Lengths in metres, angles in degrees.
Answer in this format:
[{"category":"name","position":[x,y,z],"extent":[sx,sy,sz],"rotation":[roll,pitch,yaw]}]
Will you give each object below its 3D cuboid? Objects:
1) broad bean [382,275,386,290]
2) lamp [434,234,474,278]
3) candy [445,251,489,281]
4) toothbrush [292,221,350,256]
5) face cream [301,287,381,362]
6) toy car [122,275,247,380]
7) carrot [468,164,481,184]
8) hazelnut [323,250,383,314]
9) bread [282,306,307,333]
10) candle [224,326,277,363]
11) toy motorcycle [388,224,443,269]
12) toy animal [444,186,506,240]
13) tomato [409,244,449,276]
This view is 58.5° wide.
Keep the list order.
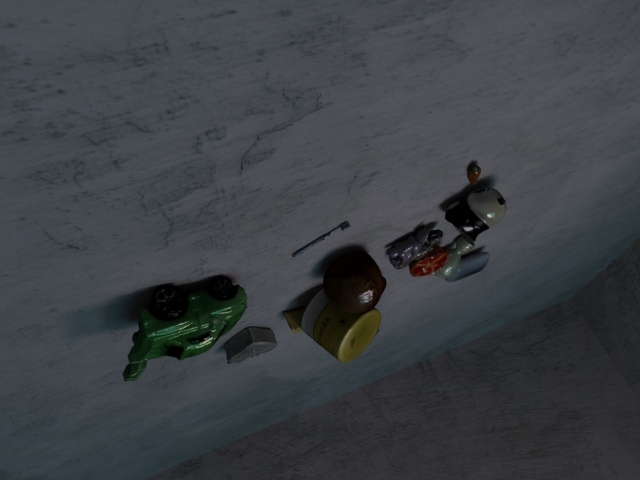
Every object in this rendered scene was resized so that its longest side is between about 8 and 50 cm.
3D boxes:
[{"category":"broad bean","position":[0.189,0.173,2.064],"extent":[0.114,0.084,0.165],"rotation":[-28,161,-1]},{"category":"lamp","position":[0.488,0.062,2.122],"extent":[0.106,0.106,0.193],"rotation":[7,130,-49]},{"category":"candy","position":[0.595,0.106,2.327],"extent":[0.174,0.071,0.138],"rotation":[-20,155,-10]},{"category":"toothbrush","position":[0.000,0.000,1.630],"extent":[0.193,0.019,0.013],"rotation":[-30,155,12]},{"category":"face cream","position":[0.073,0.280,1.958],"extent":[0.218,0.179,0.218],"rotation":[-34,143,-31]},{"category":"toy car","position":[-0.367,0.236,1.556],"extent":[0.359,0.176,0.213],"rotation":[-9,151,-32]},{"category":"carrot","position":[0.449,-0.188,1.671],"extent":[0.035,0.035,0.142],"rotation":[-28,162,4]},{"category":"hazelnut","position":[0.115,0.126,1.810],"extent":[0.208,0.208,0.208],"rotation":[-21,155,-10]},{"category":"bread","position":[-0.065,0.277,2.023],"extent":[0.109,0.084,0.080],"rotation":[-24,157,-3]},{"category":"candle","position":[-0.250,0.370,2.050],"extent":[0.192,0.068,0.168],"rotation":[-17,154,-17]},{"category":"toy motorcycle","position":[0.297,0.030,1.902],"extent":[0.152,0.073,0.225],"rotation":[3,143,-42]},{"category":"toy animal","position":[0.489,-0.091,1.792],"extent":[0.179,0.138,0.166],"rotation":[-42,171,15]},{"category":"tomato","position":[0.380,0.066,2.049],"extent":[0.156,0.069,0.155],"rotation":[-16,148,-10]}]
